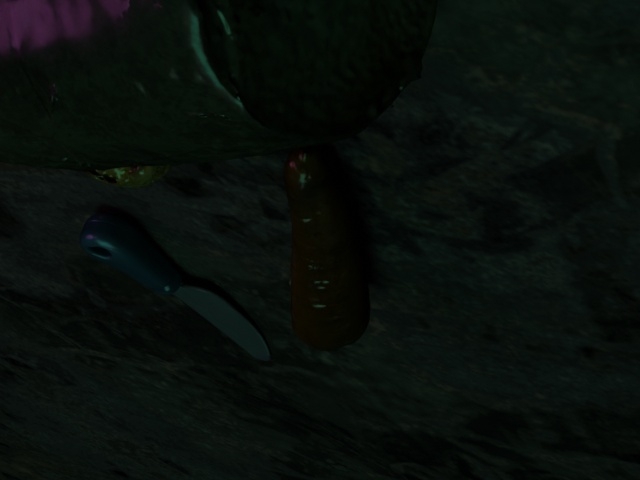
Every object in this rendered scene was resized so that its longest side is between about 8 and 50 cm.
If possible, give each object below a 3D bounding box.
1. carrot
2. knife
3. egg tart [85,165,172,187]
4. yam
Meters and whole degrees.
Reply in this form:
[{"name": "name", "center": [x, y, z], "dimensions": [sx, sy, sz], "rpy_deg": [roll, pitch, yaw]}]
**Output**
[{"name": "carrot", "center": [0.000, 0.000, 0.940], "dimensions": [0.061, 0.061, 0.210], "rpy_deg": [18, 150, 16]}, {"name": "knife", "center": [-0.110, 0.048, 1.177], "dimensions": [0.058, 0.032, 0.244], "rpy_deg": [-11, 143, 40]}, {"name": "egg tart", "center": [-0.148, -0.089, 0.909], "dimensions": [0.128, 0.049, 0.129], "rpy_deg": [21, 150, 13]}, {"name": "yam", "center": [-0.084, -0.113, 0.673], "dimensions": [0.268, 0.161, 0.161], "rpy_deg": [-3, 144, 43]}]
